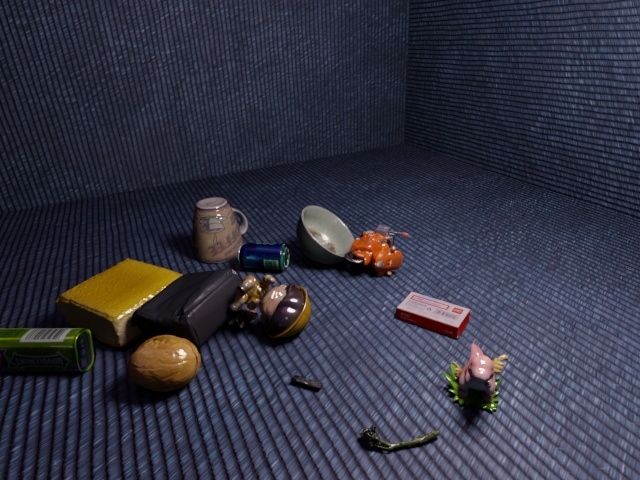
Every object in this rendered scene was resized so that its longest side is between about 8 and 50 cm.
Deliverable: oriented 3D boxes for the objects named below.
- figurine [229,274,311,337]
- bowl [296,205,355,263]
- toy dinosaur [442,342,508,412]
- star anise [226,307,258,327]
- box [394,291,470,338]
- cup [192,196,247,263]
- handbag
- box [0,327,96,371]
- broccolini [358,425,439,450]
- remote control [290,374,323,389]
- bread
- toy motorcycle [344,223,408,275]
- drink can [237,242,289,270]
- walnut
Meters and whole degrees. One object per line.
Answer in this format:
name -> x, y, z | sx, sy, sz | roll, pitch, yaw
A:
figurine -> -0.153, 0.208, 1.412 | 0.257, 0.192, 0.167 | 32, -3, 2
bowl -> 0.000, 0.000, 1.850 | 0.289, 0.146, 0.289 | 30, 34, -22
toy dinosaur -> 0.397, 0.341, 1.120 | 0.152, 0.177, 0.194 | 12, 28, 26
star anise -> -0.273, 0.270, 1.467 | 0.124, 0.056, 0.129 | -10, 11, -8
box -> 0.378, 0.248, 1.457 | 0.229, 0.050, 0.123 | 14, 29, 32
cup -> -0.448, -0.069, 1.969 | 0.227, 0.257, 0.301 | 17, 30, 30
handbag -> -0.429, 0.236, 1.429 | 0.275, 0.178, 0.302 | -10, 22, 28
box -> -0.879, 0.337, 1.311 | 0.346, 0.134, 0.097 | -1, 22, 3
broccolini -> 0.191, 0.479, 1.031 | 0.194, 0.054, 0.052 | 3, 56, -2
remote control -> -0.038, 0.405, 1.216 | 0.091, 0.016, 0.034 | 9, 12, 22
bread -> -0.698, 0.210, 1.544 | 0.324, 0.143, 0.333 | 13, 30, 27
toy motorcycle -> 0.244, 0.036, 1.795 | 0.221, 0.147, 0.325 | 13, 27, 17
drink can -> -0.239, 0.068, 1.816 | 0.205, 0.118, 0.118 | 4, 27, 11
walnut -> -0.446, 0.350, 1.220 | 0.207, 0.159, 0.159 | -5, 25, 12
